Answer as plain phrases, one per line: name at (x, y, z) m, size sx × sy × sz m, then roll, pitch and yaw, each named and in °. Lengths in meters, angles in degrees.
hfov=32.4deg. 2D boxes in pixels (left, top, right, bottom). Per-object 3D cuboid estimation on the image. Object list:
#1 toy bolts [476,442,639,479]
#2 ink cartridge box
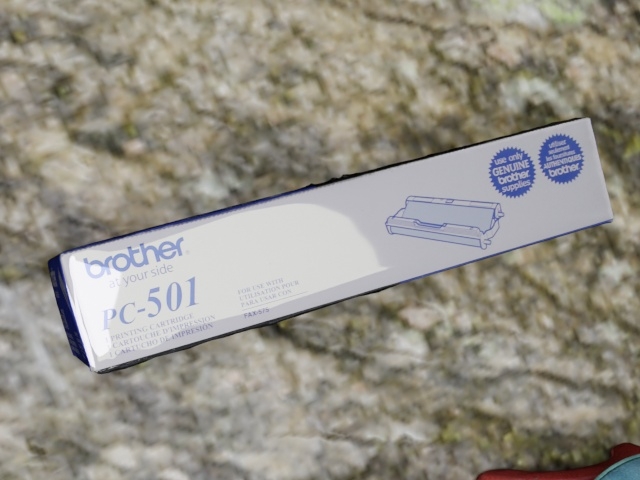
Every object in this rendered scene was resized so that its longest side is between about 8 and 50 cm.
toy bolts at (0.175, 0.194, 0.453) m, size 0.218 × 0.158 × 0.228 m, roll -13°, pitch 92°, yaw -17°
ink cartridge box at (0.000, 0.000, 0.441) m, size 0.207 × 0.097 × 0.046 m, roll -16°, pitch 92°, yaw -17°
